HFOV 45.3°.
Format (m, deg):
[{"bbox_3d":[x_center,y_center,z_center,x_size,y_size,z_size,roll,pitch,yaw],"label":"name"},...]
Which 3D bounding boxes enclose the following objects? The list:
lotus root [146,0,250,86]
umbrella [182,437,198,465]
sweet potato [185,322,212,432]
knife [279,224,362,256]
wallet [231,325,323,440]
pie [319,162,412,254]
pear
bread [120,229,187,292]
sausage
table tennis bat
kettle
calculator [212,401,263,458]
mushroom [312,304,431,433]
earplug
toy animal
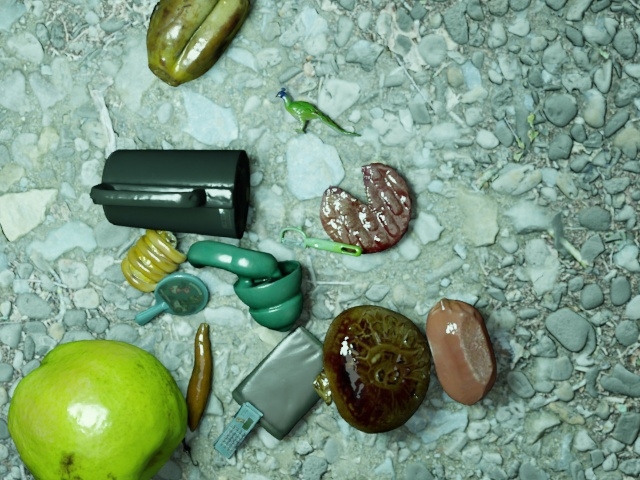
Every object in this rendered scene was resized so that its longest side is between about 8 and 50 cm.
[{"bbox_3d":[-0.290,-0.490,1.744,0.193,0.193,0.291,36,95,3],"label":"lotus root"},{"bbox_3d":[-0.340,0.488,1.882,0.022,0.022,0.149,-34,82,30],"label":"umbrella"},{"bbox_3d":[-0.289,0.331,1.851,0.057,0.057,0.265,9,90,5],"label":"sweet potato"},{"bbox_3d":[0.000,0.000,1.788,0.212,0.015,0.054,13,103,24],"label":"knife"},{"bbox_3d":[-0.074,0.339,1.835,0.168,0.052,0.245,44,92,1],"label":"wallet"},{"bbox_3d":[0.107,-0.070,1.792,0.218,0.054,0.205,-18,91,4],"label":"pie"},{"bbox_3d":[-0.505,0.399,1.730,0.390,0.391,0.391,0,93,5],"label":"pear"},{"bbox_3d":[-0.399,0.045,1.832,0.119,0.084,0.177,43,100,2],"label":"bread"},{"bbox_3d":[0.322,0.247,1.745,0.148,0.148,0.255,-22,93,6],"label":"sausage"},{"bbox_3d":[-0.362,0.147,1.843,0.201,0.033,0.124,-31,120,14],"label":"table tennis bat"},{"bbox_3d":[-0.328,-0.094,1.726,0.307,0.262,0.203,3,129,4],"label":"kettle"},{"bbox_3d":[-0.200,0.456,1.837,0.057,0.018,0.172,37,117,2],"label":"calculator"},{"bbox_3d":[0.118,0.292,1.739,0.278,0.163,0.297,-22,93,-5],"label":"mushroom"},{"bbox_3d":[-0.165,0.101,1.774,0.257,0.164,0.280,-24,101,13],"label":"earplug"},{"bbox_3d":[-0.017,-0.272,1.799,0.216,0.041,0.075,32,94,-1],"label":"toy animal"}]
